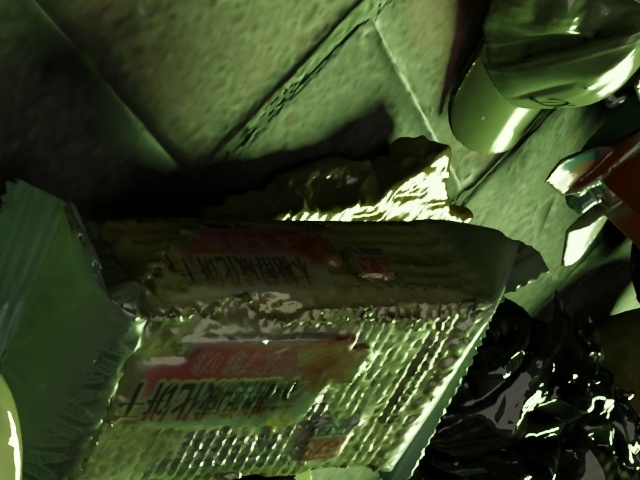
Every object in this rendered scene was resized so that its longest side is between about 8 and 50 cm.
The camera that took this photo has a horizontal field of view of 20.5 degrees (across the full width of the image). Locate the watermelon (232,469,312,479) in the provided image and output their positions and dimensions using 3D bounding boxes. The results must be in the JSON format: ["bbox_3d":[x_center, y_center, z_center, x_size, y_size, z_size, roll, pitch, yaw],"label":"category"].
[{"bbox_3d":[-0.068,0.220,1.116,0.145,0.137,0.193,-10,149,2],"label":"watermelon"}]

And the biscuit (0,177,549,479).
[{"bbox_3d":[-0.045,0.059,0.885,0.309,0.079,0.186,2,127,-39],"label":"biscuit"}]

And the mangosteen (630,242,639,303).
[{"bbox_3d":[0.312,-0.003,1.331,0.166,0.166,0.180,-31,124,-32],"label":"mangosteen"}]

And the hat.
[{"bbox_3d":[0.129,-0.106,1.000,0.122,0.081,0.166,-20,152,-40],"label":"hat"}]

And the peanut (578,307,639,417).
[{"bbox_3d":[0.235,0.141,1.431,0.253,0.122,0.137,-48,146,-9],"label":"peanut"}]

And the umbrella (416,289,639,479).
[{"bbox_3d":[0.155,0.146,1.231,0.154,0.128,0.336,-40,134,-2],"label":"umbrella"}]

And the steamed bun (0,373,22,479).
[{"bbox_3d":[-0.204,0.069,0.548,0.200,0.225,0.170,-50,154,-2],"label":"steamed bun"}]

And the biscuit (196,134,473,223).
[{"bbox_3d":[-0.001,-0.001,0.984,0.176,0.031,0.228,-50,152,1],"label":"biscuit"}]

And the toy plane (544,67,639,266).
[{"bbox_3d":[0.268,-0.119,1.157,0.326,0.104,0.223,-48,155,-11],"label":"toy plane"}]
